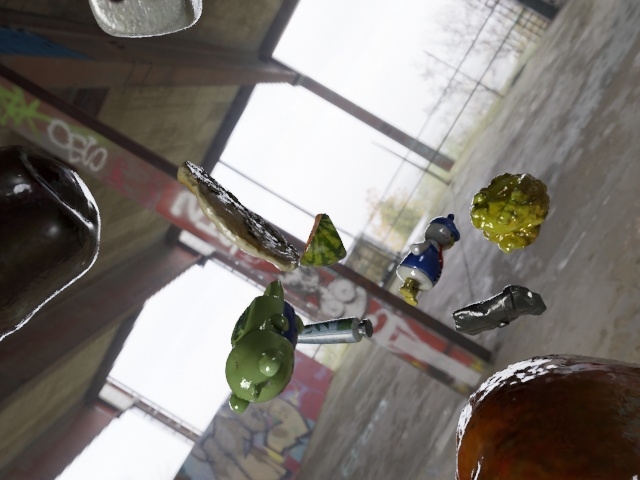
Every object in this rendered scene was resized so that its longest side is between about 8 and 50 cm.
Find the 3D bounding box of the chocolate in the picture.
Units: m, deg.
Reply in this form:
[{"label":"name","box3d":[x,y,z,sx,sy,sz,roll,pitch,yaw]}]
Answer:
[{"label":"chocolate","box3d":[-0.611,-0.009,1.400,0.331,0.384,0.384,-26,-6,-6]}]

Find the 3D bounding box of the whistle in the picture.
[{"label":"whistle","box3d":[-0.071,0.127,0.914,0.105,0.085,0.227,-52,15,26]}]

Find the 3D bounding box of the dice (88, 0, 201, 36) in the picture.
[{"label":"dice","box3d":[-0.338,-0.508,1.361,0.193,0.191,0.194,-93,-2,-56]}]

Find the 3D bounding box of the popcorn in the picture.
[{"label":"popcorn","box3d":[0.469,-0.076,1.733,0.197,0.155,0.198,-29,33,21]}]

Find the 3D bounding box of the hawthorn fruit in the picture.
[{"label":"hawthorn fruit","box3d":[0.344,0.317,0.779,0.403,0.402,0.403,-59,-2,-3]}]

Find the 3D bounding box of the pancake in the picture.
[{"label":"pancake","box3d":[-0.149,-0.041,1.294,0.049,0.282,0.282,-47,-1,4]}]

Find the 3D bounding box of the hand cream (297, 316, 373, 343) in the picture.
[{"label":"hand cream","box3d":[-0.010,0.204,1.526,0.088,0.255,0.055,22,-120,-58]}]

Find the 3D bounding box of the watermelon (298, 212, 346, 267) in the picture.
[{"label":"watermelon","box3d":[0.010,0.010,1.134,0.163,0.068,0.087,154,136,-85]}]

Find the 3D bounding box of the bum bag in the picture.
[{"label":"bum bag","box3d":[0.350,0.138,1.414,0.197,0.087,0.049,-29,37,35]}]

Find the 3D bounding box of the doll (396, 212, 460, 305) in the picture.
[{"label":"doll","box3d":[0.148,0.020,0.958,0.143,0.057,0.099,-57,-36,-23]}]
